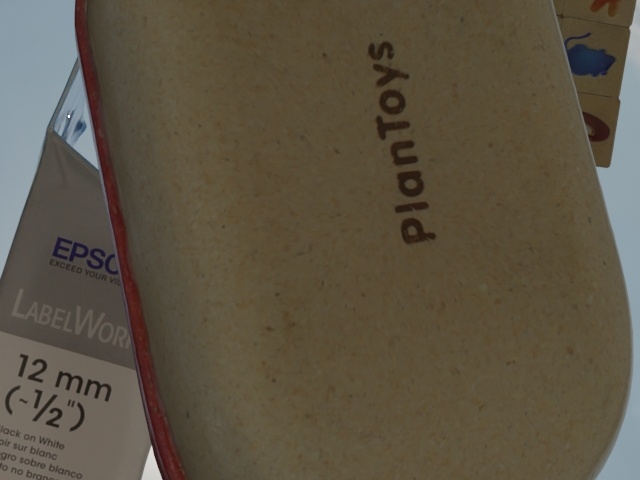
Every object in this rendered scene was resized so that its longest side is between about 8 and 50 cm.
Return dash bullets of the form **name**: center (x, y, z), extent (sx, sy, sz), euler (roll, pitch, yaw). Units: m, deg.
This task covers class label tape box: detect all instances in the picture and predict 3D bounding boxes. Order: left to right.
- **label tape box**: center (-0.149, 0.073, 0.922), extent (0.115, 0.249, 0.348), euler (19, -103, -8)

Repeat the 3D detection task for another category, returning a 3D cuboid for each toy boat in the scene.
- **toy boat**: center (0.000, 0.000, 0.496), extent (0.151, 0.151, 0.231), euler (-8, -101, -19)

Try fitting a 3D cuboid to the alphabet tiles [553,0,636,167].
- **alphabet tiles**: center (0.108, -0.191, 1.212), extent (0.285, 0.342, 0.011), euler (8, -177, -4)
